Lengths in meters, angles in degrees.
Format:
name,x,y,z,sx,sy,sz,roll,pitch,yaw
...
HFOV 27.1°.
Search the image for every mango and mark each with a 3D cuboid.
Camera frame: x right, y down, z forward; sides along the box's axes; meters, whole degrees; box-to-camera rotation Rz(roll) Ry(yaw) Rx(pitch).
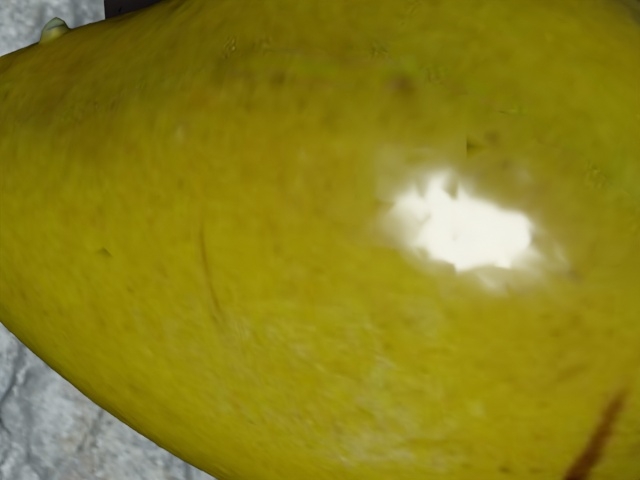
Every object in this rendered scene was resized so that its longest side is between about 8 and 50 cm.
name,x,y,z,sx,sy,sz,roll,pitch,yaw
mango,0.000,0.000,0.617,0.445,0.220,0.301,10,136,22

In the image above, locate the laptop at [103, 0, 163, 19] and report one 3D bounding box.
name,x,y,z,sx,sy,sz,roll,pitch,yaw
laptop,-0.055,-0.185,0.707,0.154,0.026,0.207,9,111,28
